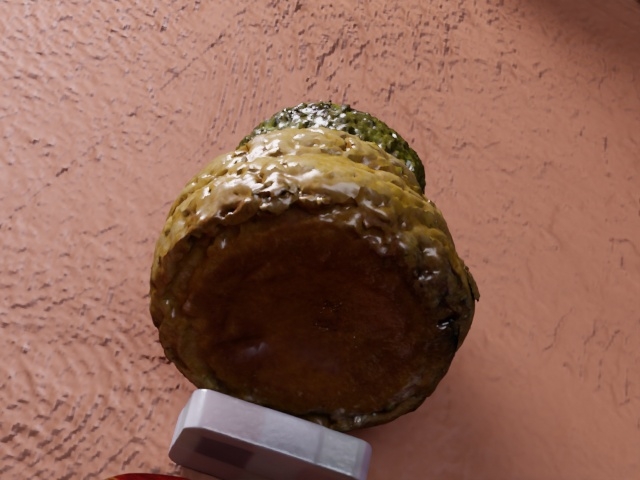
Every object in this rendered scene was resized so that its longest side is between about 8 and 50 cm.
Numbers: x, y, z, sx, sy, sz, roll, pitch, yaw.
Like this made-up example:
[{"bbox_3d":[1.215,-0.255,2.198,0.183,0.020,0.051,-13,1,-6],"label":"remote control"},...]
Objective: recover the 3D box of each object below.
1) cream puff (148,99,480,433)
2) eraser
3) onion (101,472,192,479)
[{"bbox_3d":[0.000,0.000,0.815,0.183,0.183,0.169,19,35,-9],"label":"cream puff"},{"bbox_3d":[-0.029,0.118,0.778,0.105,0.065,0.026,20,57,-10],"label":"eraser"},{"bbox_3d":[-0.087,0.173,0.707,0.118,0.118,0.117,-43,115,-32],"label":"onion"}]
